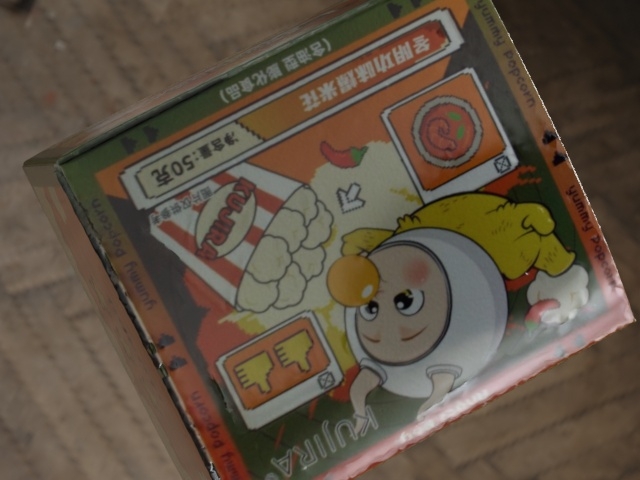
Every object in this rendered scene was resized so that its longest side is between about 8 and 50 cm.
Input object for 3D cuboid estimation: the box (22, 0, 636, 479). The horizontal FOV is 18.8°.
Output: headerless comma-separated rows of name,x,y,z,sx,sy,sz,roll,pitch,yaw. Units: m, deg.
box,0.000,0.000,0.845,0.195,0.148,0.178,-27,99,-12
